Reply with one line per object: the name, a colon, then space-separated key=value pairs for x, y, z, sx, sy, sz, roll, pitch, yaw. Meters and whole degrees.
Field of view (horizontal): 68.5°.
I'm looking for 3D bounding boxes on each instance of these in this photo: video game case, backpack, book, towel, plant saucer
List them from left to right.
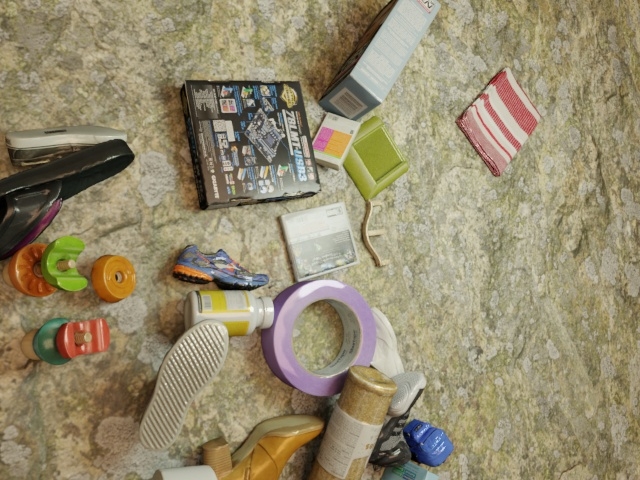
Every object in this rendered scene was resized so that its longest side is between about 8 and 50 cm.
video game case: x=0.000 y=0.000 z=1.218 sx=0.191 sy=0.022 sz=0.173 roll=-15 pitch=90 yaw=-28
book: x=0.034 y=-0.264 z=1.241 sx=0.096 sy=0.035 sz=0.144 roll=22 pitch=72 yaw=11
plant saucer: x=0.154 y=-0.236 z=1.310 sx=0.188 sy=0.045 sz=0.188 roll=-38 pitch=101 yaw=-26
backpack: x=0.276 y=0.532 z=1.233 sx=0.098 sy=0.120 sz=0.101 roll=-40 pitch=102 yaw=-24
towel: x=0.605 y=-0.401 z=1.563 sx=0.237 sy=0.037 sz=0.329 roll=49 pitch=66 yaw=-14

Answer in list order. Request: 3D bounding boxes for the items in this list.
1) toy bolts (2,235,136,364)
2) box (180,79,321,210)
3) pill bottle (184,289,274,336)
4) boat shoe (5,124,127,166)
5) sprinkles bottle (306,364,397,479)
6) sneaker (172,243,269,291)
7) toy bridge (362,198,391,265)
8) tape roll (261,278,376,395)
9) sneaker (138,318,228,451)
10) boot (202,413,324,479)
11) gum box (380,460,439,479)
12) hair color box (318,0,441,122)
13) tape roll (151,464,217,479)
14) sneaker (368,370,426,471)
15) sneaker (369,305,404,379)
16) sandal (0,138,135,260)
toy bolts: x=-0.495 y=0.125 z=0.918 sx=0.218 sy=0.159 sz=0.228 roll=23 pitch=59 yaw=-67
box: x=-0.164 y=-0.236 z=1.136 sx=0.294 sy=0.073 sz=0.295 roll=-10 pitch=88 yaw=-28
pill bottle: x=-0.203 y=0.163 z=1.049 sx=0.184 sy=0.103 sz=0.103 roll=3 pitch=82 yaw=-26
boat shoe: x=-0.512 y=-0.191 z=0.963 sx=0.220 sy=0.078 sz=0.070 roll=-12 pitch=123 yaw=-31
sprinkles bottle: x=0.060 y=0.471 z=1.076 sx=0.121 sy=0.121 sz=0.355 roll=18 pitch=94 yaw=-24
sneaker: x=-0.217 y=0.063 z=1.070 sx=0.221 sy=0.083 sz=0.087 roll=17 pitch=68 yaw=-27
toy bridge: x=0.148 y=-0.022 z=1.291 sx=0.063 sy=0.026 sz=0.188 roll=-8 pitch=88 yaw=-26
tape roll: x=-0.001 y=0.233 z=1.150 sx=0.275 sy=0.090 sz=0.274 roll=3 pitch=83 yaw=-26
sneaker: x=-0.278 y=0.261 z=0.956 sx=0.102 sy=0.161 sz=0.282 roll=32 pitch=96 yaw=-13
boot: x=-0.119 y=0.527 z=1.057 sx=0.295 sy=0.104 sz=0.211 roll=-8 pitch=92 yaw=-22
gum box: x=0.197 y=0.641 z=1.159 sx=0.041 sy=0.157 sz=0.184 roll=33 pitch=71 yaw=-19
hair color box: x=0.159 y=-0.502 z=1.267 sx=0.114 sy=0.185 sz=0.374 roll=37 pitch=69 yaw=-17
tape roll: x=-0.261 y=0.571 z=0.867 sx=0.100 sy=0.286 sz=0.285 roll=9 pitch=80 yaw=-25
sneaker: x=0.192 y=0.465 z=1.197 sx=0.268 sy=0.101 sz=0.153 roll=-45 pitch=111 yaw=-4
sneaker: x=0.148 y=0.282 z=1.231 sx=0.094 sy=0.080 sz=0.212 roll=-19 pitch=94 yaw=-16
sandal: x=-0.540 y=-0.054 z=0.870 sx=0.446 sy=0.168 sz=0.107 roll=-34 pitch=96 yaw=-27
